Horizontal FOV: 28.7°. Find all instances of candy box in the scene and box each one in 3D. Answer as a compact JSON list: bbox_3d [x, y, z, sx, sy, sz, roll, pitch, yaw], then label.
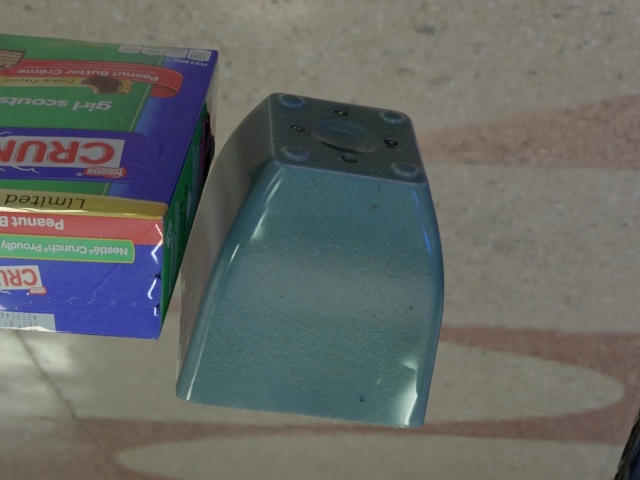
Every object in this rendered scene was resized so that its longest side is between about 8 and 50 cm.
[{"bbox_3d":[-0.236,-0.059,1.050,0.268,0.317,0.122,4,123,1],"label":"candy box"}]

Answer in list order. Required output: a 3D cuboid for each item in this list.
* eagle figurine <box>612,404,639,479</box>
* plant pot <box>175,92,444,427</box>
[{"bbox_3d":[0.148,0.214,0.561,0.226,0.298,0.225,-29,133,8],"label":"eagle figurine"},{"bbox_3d":[0.000,0.000,1.241,0.247,0.247,0.252,8,122,-10],"label":"plant pot"}]
